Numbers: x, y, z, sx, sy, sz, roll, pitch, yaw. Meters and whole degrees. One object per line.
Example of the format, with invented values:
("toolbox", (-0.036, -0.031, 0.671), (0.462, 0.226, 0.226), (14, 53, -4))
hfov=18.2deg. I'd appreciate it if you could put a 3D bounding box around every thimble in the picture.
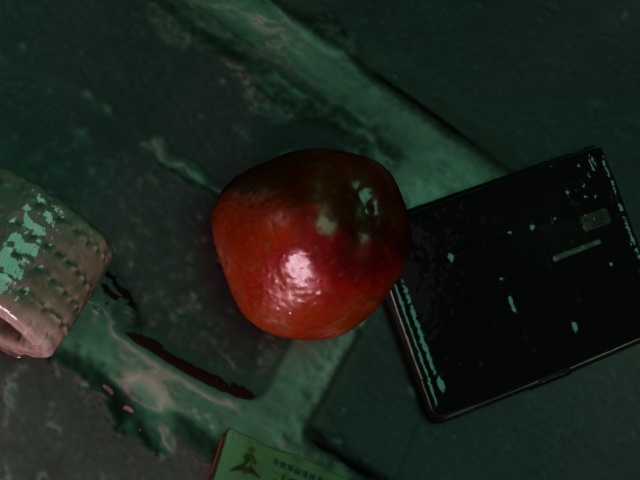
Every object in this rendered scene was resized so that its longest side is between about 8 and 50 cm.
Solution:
("thimble", (-0.202, 0.014, 1.285), (0.115, 0.102, 0.090), (26, 72, 16))

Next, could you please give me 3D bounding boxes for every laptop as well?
("laptop", (0.144, 0.030, 1.449), (0.207, 0.026, 0.154), (-19, 88, -22))

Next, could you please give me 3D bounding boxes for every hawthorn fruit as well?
("hawthorn fruit", (0.000, 0.000, 1.342), (0.133, 0.138, 0.133), (5, 77, -20))

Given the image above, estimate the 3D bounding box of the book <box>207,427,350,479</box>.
("book", (-0.015, 0.286, 1.308), (0.201, 0.026, 0.289), (25, 57, -14))
